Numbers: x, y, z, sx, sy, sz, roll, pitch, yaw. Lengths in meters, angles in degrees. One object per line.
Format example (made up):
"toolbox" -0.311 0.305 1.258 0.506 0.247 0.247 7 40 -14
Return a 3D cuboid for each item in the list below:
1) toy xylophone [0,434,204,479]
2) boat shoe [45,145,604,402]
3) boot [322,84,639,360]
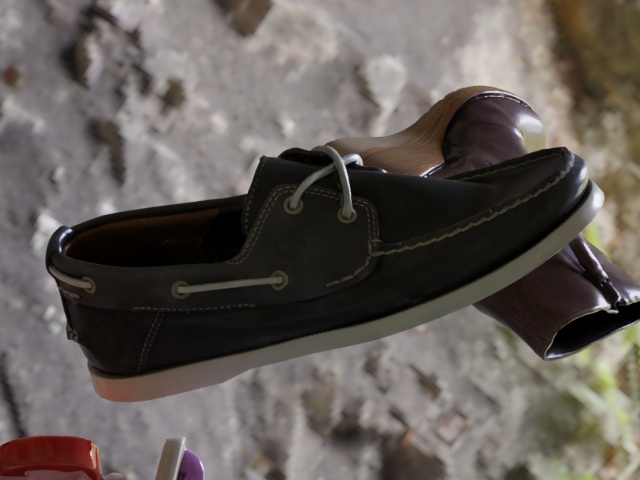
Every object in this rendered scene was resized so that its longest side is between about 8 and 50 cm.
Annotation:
"toy xylophone" -0.199 0.126 0.787 0.323 0.236 0.081 2 69 -12
"boat shoe" 0.000 0.000 0.820 0.084 0.233 0.079 -76 148 -67
"boot" 0.129 -0.007 1.270 0.207 0.090 0.248 37 30 25
